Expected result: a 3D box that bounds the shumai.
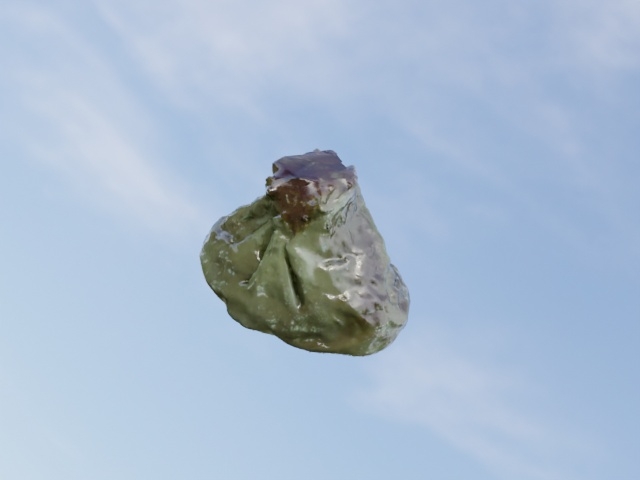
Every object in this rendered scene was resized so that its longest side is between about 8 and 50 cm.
[{"bbox_3d":[0.000,-0.001,0.911,0.124,0.099,0.087,22,-55,3],"label":"shumai"}]
